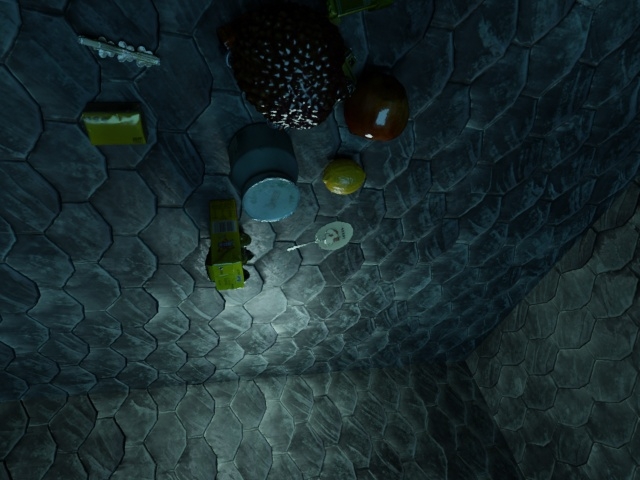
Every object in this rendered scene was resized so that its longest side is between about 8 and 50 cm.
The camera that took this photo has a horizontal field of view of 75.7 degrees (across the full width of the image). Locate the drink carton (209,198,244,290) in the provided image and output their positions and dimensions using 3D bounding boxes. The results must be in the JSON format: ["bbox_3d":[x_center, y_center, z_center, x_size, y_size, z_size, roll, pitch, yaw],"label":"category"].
[{"bbox_3d":[-0.363,0.009,1.591,0.111,0.352,0.155,-7,136,-12],"label":"drink carton"}]

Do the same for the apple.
[{"bbox_3d":[0.198,-0.452,1.398,0.229,0.230,0.230,-9,137,-9],"label":"apple"}]

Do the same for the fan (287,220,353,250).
[{"bbox_3d":[0.000,0.001,1.957,0.328,0.009,0.191,-15,138,-3],"label":"fan"}]

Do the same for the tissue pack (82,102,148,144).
[{"bbox_3d":[-0.644,-0.367,1.304,0.169,0.082,0.120,-5,137,-14],"label":"tissue pack"}]

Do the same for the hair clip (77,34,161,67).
[{"bbox_3d":[-0.571,-0.539,1.175,0.213,0.056,0.063,4,118,-33],"label":"hair clip"}]

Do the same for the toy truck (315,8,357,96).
[{"bbox_3d":[0.037,-0.578,1.284,0.127,0.127,0.257,-38,136,0],"label":"toy truck"}]

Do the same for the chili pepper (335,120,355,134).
[{"bbox_3d":[0.178,-0.421,1.550,0.267,0.059,0.050,-1,174,-21],"label":"chili pepper"}]

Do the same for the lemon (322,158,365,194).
[{"bbox_3d":[0.097,-0.252,1.628,0.186,0.142,0.142,-5,137,-21],"label":"lemon"}]

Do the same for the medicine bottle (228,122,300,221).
[{"bbox_3d":[-0.191,-0.232,1.441,0.244,0.290,0.245,-10,138,-9],"label":"medicine bottle"}]

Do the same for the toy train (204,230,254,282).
[{"bbox_3d":[-0.380,0.071,1.733,0.177,0.261,0.134,2,135,-1],"label":"toy train"}]

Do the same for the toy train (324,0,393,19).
[{"bbox_3d":[0.092,-0.701,1.146,0.225,0.090,0.137,-25,116,-16],"label":"toy train"}]

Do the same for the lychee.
[{"bbox_3d":[-0.072,-0.450,1.085,0.329,0.306,0.306,15,131,-9],"label":"lychee"}]

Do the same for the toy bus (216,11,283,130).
[{"bbox_3d":[-0.177,-0.506,1.269,0.153,0.143,0.329,-33,133,3],"label":"toy bus"}]
